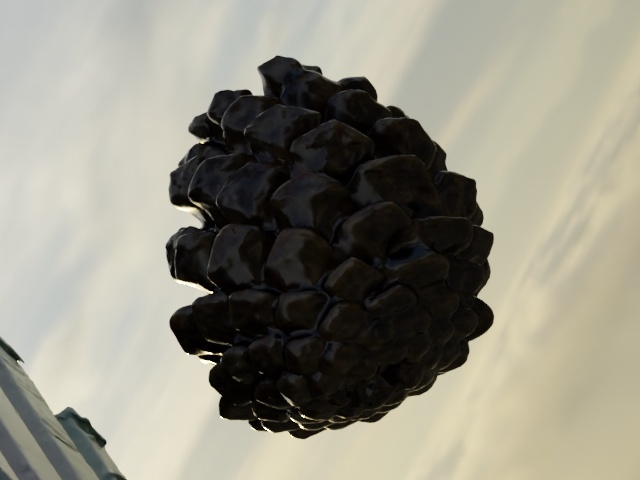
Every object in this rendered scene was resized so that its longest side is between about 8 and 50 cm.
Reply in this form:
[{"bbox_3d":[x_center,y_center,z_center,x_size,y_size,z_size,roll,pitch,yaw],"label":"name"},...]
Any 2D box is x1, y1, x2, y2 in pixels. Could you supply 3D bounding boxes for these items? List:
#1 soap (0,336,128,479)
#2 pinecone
[{"bbox_3d":[-0.199,0.174,1.069,0.156,0.261,0.446,-46,36,-1],"label":"soap"},{"bbox_3d":[-0.003,0.004,1.043,0.184,0.204,0.179,-30,-33,-8],"label":"pinecone"}]
